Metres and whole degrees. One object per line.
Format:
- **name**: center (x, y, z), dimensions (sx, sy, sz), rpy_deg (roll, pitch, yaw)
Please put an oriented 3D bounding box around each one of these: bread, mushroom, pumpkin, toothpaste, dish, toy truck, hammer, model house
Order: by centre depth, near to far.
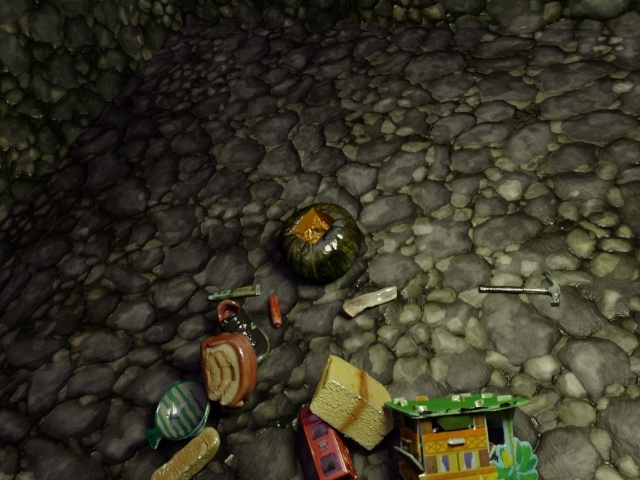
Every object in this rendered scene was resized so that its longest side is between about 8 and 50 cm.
- **model house**: center (0.374, 0.568, 1.349), dimensions (0.358, 0.242, 0.312), rpy_deg (-2, 82, -15)
- **toy truck**: center (0.013, 0.581, 1.484), dimensions (0.108, 0.114, 0.252), rpy_deg (-24, 51, 0)
- **bread**: center (0.094, 0.466, 1.511), dimensions (0.135, 0.240, 0.178), rpy_deg (-52, 9, 17)
- **bread**: center (-0.291, 0.417, 1.645), dimensions (0.190, 0.123, 0.244), rpy_deg (-18, 81, 19)
- **dish**: center (-0.444, 0.569, 1.661), dimensions (0.246, 0.078, 0.224), rpy_deg (-43, 48, -12)
- **hammer**: center (0.645, 0.156, 1.669), dimensions (0.247, 0.029, 0.103), rpy_deg (2, 54, 21)
- **mushroom**: center (0.174, 0.209, 1.769), dimensions (0.202, 0.054, 0.059), rpy_deg (-22, 55, -6)
- **pumpkin**: center (0.000, 0.000, 1.890), dimensions (0.321, 0.192, 0.320), rpy_deg (-8, 50, 10)
- **toothpaste**: center (-0.327, 0.202, 1.945), dimensions (0.204, 0.031, 0.049), rpy_deg (-10, 51, 7)

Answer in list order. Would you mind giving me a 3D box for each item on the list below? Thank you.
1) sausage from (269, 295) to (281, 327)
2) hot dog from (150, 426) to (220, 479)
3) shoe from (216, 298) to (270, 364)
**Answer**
- **sausage**: center (-0.162, 0.260, 1.844), dimensions (0.034, 0.034, 0.129), rpy_deg (-17, 50, 4)
- **hot dog**: center (-0.405, 0.681, 1.569), dimensions (0.242, 0.073, 0.084), rpy_deg (-41, 50, -15)
- **shoe**: center (-0.275, 0.305, 1.778), dimensions (0.114, 0.137, 0.291), rpy_deg (-36, 52, -10)
